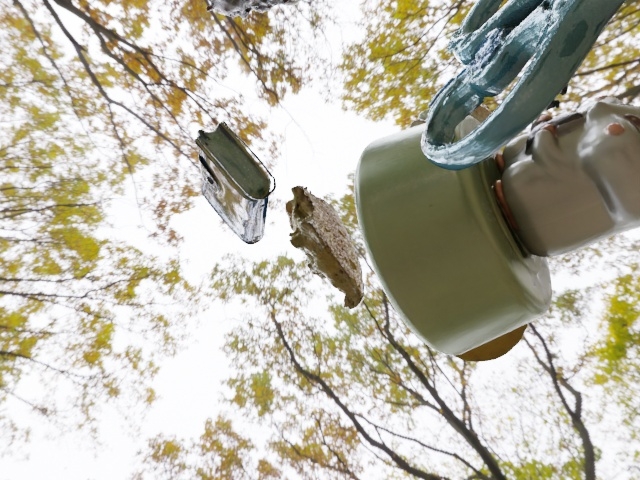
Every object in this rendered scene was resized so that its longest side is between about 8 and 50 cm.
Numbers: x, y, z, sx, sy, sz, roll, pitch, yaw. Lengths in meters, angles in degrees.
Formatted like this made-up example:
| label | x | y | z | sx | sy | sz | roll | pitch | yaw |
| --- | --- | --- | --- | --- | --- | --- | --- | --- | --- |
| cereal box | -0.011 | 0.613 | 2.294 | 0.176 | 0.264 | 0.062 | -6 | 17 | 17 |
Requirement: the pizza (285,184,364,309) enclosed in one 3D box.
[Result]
| label | x | y | z | sx | sy | sz | roll | pitch | yaw |
| --- | --- | --- | --- | --- | --- | --- | --- | --- | --- |
| pizza | 0.000 | 0.000 | 1.088 | 0.089 | 0.324 | 0.223 | -36 | -53 | 17 |

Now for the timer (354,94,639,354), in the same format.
| label | x | y | z | sx | sy | sz | roll | pitch | yaw |
| --- | --- | --- | --- | --- | --- | --- | --- | --- | --- |
| timer | 0.241 | -0.049 | 0.574 | 0.315 | 0.291 | 0.291 | -25 | -80 | 32 |

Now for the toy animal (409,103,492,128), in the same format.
| label | x | y | z | sx | sy | sz | roll | pitch | yaw |
| --- | --- | --- | --- | --- | --- | --- | --- | --- | --- |
| toy animal | 0.275 | -0.192 | 0.865 | 0.183 | 0.185 | 0.104 | -9 | -86 | 35 |

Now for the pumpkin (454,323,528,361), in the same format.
| label | x | y | z | sx | sy | sz | roll | pitch | yaw |
| --- | --- | --- | --- | --- | --- | --- | --- | --- | --- |
| pumpkin | 0.275 | 0.110 | 0.947 | 0.217 | 0.110 | 0.218 | 1 | -93 | -14 |

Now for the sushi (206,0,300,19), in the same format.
| label | x | y | z | sx | sy | sz | roll | pitch | yaw |
| --- | --- | --- | --- | --- | --- | --- | --- | --- | --- |
| sushi | -0.106 | -0.540 | 0.976 | 0.270 | 0.236 | 0.171 | -1 | -87 | 31 |

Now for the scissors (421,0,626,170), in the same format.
| label | x | y | z | sx | sy | sz | roll | pitch | yaw |
| --- | --- | --- | --- | --- | --- | --- | --- | --- | --- |
| scissors | 0.169 | -0.163 | 0.254 | 0.032 | 0.393 | 0.180 | 24 | -113 | -16 |

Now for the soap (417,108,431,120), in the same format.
| label | x | y | z | sx | sy | sz | roll | pitch | yaw |
| --- | --- | --- | --- | --- | --- | --- | --- | --- | --- |
| soap | 0.228 | -0.184 | 1.073 | 0.119 | 0.198 | 0.066 | -27 | -120 | -37 |

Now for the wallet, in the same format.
| label | x | y | z | sx | sy | sz | roll | pitch | yaw |
| --- | --- | --- | --- | --- | --- | --- | --- | --- | --- |
| wallet | -0.131 | -0.082 | 0.772 | 0.059 | 0.202 | 0.141 | -40 | -98 | -19 |
